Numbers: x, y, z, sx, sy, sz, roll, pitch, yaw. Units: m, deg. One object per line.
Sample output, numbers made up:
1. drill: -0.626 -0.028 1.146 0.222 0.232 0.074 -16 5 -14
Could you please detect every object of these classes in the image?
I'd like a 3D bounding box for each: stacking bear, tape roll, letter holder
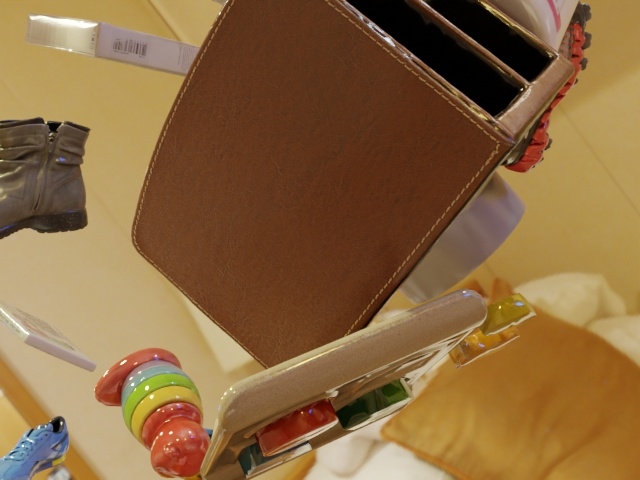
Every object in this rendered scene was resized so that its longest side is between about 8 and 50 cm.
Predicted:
1. stacking bear: -0.298 0.346 1.679 0.164 0.175 0.289 -51 37 4
2. tape roll: 0.187 -0.008 1.259 0.219 0.072 0.219 -43 7 6
3. letter holder: 0.004 -0.062 0.675 0.152 0.214 0.302 -43 -10 -49

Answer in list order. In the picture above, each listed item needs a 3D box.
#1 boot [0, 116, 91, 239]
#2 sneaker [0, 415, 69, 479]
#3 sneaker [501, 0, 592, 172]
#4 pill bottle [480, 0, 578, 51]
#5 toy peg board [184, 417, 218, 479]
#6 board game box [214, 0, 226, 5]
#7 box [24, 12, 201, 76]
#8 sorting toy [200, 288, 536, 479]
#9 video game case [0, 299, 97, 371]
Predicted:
1. boot: -0.432 -0.087 1.181 0.246 0.161 0.083 -10 20 -35
2. sneaker: -0.477 0.343 1.412 0.209 0.069 0.082 -27 -52 -73
3. sneaker: 0.242 -0.196 1.091 0.135 0.098 0.276 -7 -43 -18
4. pill bottle: 0.158 -0.252 0.764 0.160 0.160 0.283 -33 22 51
5. toy peg board: -0.280 0.512 1.979 0.161 0.079 0.161 -86 4 -59
6. board game box: -0.140 -0.533 1.448 0.316 0.242 0.064 111 -174 -52
7. box: -0.325 -0.319 1.448 0.232 0.058 0.322 6 12 -38
8. sorting toy: 0.055 0.116 0.701 0.307 0.041 0.229 -20 -22 -19
9. video game case: -0.444 0.146 1.377 0.019 0.143 0.157 -55 -36 -6
